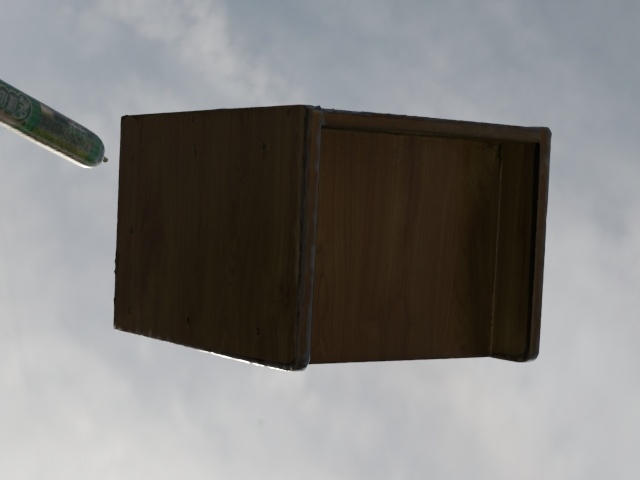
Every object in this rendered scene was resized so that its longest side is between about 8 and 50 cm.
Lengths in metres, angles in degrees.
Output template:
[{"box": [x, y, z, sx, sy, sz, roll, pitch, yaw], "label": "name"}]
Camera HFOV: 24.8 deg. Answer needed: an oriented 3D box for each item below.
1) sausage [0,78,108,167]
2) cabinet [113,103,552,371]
[{"box": [-0.241, -0.103, 1.109, 0.032, 0.269, 0.033, -8, -108, 25], "label": "sausage"}, {"box": [0.000, 0.000, 0.881, 0.215, 0.174, 0.148, 6, -87, 55], "label": "cabinet"}]
